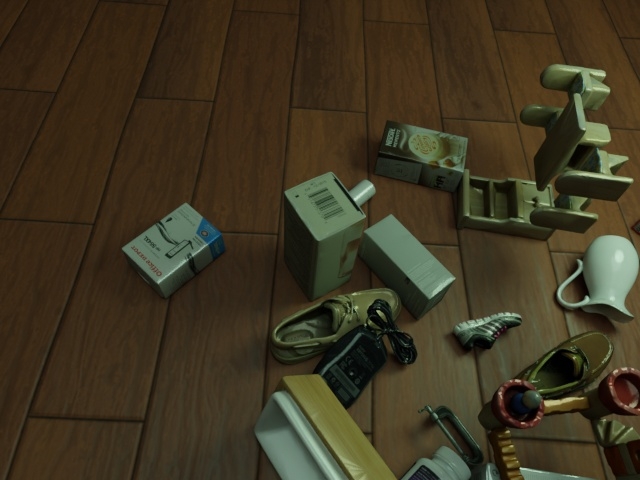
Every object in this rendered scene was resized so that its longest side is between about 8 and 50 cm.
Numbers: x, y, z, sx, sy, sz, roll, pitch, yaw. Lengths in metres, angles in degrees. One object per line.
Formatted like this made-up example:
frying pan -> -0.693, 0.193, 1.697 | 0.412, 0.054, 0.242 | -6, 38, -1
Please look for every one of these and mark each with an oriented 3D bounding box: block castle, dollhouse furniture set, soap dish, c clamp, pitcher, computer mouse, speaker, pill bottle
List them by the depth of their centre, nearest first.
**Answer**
block castle -> 0.480, 0.459, 0.818 | 0.303, 0.212, 0.453 | -4, 61, -6
soap dish -> 0.002, 0.418, 0.949 | 0.118, 0.228, 0.291 | -23, 61, -36
pill bottle -> 0.205, 0.505, 0.966 | 0.193, 0.108, 0.108 | -36, 67, -22
c clamp -> 0.279, 0.413, 1.038 | 0.022, 0.137, 0.160 | -48, 67, 20
computer mouse -> 0.079, 0.275, 1.106 | 0.272, 0.072, 0.188 | -39, 109, -17
dollhouse furniture set -> 0.533, -0.188, 1.253 | 0.257, 0.394, 0.362 | 9, 58, 2
pitcher -> 0.715, 0.092, 1.263 | 0.178, 0.125, 0.207 | 10, 68, 21
speaker -> 0.093, -0.114, 1.377 | 0.055, 0.055, 0.136 | 41, 64, 20

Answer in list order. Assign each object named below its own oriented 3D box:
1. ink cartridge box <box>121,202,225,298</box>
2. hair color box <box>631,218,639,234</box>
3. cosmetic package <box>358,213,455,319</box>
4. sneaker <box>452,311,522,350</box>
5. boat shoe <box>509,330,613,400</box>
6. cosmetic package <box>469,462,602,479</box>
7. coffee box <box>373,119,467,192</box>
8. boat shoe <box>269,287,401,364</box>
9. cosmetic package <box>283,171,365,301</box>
ink cartridge box -> -0.369, 0.023, 1.242 | 0.148, 0.086, 0.203 | 38, 63, 18
hair color box -> 0.984, -0.015, 1.376 | 0.093, 0.053, 0.167 | -33, 67, -20
cosmetic package -> 0.210, 0.064, 1.233 | 0.107, 0.127, 0.238 | -35, 64, -23
sneaker -> 0.412, 0.225, 1.184 | 0.171, 0.063, 0.074 | -12, 59, -5
boat shoe -> 0.574, 0.294, 1.124 | 0.307, 0.104, 0.110 | -27, 63, -19
cosmetic package -> 0.428, 0.509, 0.975 | 0.231, 0.117, 0.085 | 9, 59, 3
coffee box -> 0.296, -0.250, 1.450 | 0.247, 0.098, 0.141 | 13, 58, 5
boat shoe -> 0.046, 0.190, 1.151 | 0.341, 0.110, 0.121 | -22, 62, -16
cosmetic package -> 0.000, 0.000, 1.159 | 0.129, 0.296, 0.153 | -26, 65, -20
